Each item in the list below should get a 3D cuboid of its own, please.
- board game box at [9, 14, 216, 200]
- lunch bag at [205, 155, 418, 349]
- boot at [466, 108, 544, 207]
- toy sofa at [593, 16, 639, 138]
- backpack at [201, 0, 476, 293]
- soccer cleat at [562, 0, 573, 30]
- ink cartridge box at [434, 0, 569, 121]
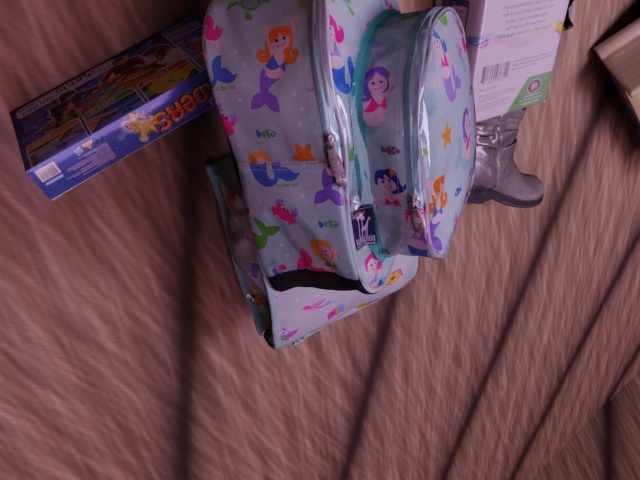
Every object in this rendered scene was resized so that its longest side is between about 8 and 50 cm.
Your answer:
[{"bbox_3d":[-0.176,-0.131,0.514,0.201,0.136,0.035,-33,134,-10],"label":"board game box"},{"bbox_3d":[0.000,0.000,0.721,0.224,0.160,0.262,-24,127,-20],"label":"lunch bag"},{"bbox_3d":[0.293,-0.139,0.883,0.247,0.083,0.161,-1,116,-36],"label":"boot"},{"bbox_3d":[0.610,-0.264,0.984,0.150,0.177,0.363,-34,141,26],"label":"toy sofa"},{"bbox_3d":[0.023,-0.104,0.461,0.225,0.191,0.253,-53,130,-52],"label":"backpack"},{"bbox_3d":[0.328,-0.368,0.738,0.060,0.072,0.178,-18,130,-24],"label":"soccer cleat"},{"bbox_3d":[0.229,-0.277,0.723,0.154,0.093,0.212,-20,132,-24],"label":"ink cartridge box"}]
